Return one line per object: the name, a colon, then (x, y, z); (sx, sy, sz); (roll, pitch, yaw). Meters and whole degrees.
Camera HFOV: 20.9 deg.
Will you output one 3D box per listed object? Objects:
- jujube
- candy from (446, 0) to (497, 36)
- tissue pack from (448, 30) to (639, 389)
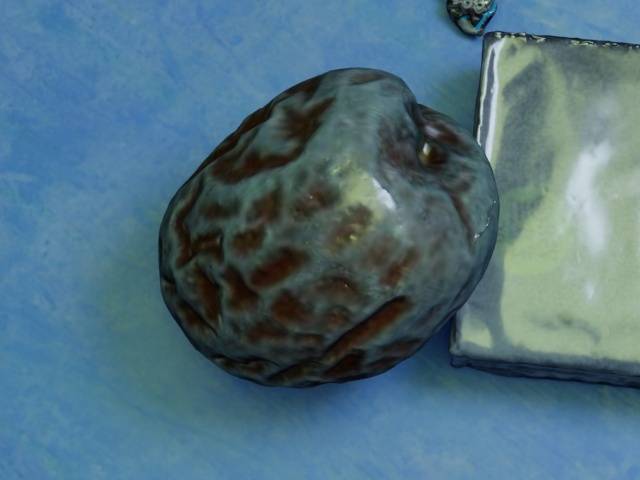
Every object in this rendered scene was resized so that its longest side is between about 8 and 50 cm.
jujube: (-0.007, -0.005, 1.403); (0.215, 0.308, 0.246); (21, 50, -29)
candy: (0.206, -0.271, 1.562); (0.226, 0.051, 0.094); (-36, 88, -2)
tissue pack: (0.316, -0.014, 1.456); (0.394, 0.124, 0.288); (7, 82, 6)
